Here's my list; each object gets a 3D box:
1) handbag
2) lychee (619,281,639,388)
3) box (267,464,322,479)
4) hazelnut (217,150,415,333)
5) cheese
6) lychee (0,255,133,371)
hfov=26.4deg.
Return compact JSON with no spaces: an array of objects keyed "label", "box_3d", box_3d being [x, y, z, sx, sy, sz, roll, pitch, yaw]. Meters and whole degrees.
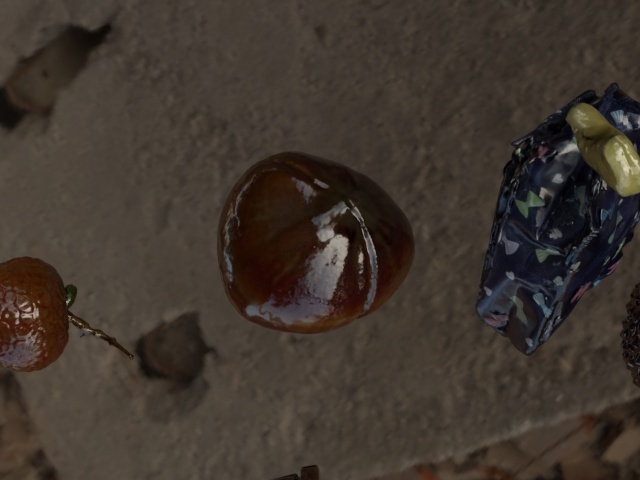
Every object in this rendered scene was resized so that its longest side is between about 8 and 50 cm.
[{"label":"handbag","box_3d":[0.221,-0.021,1.213,0.113,0.162,0.260,36,144,25]},{"label":"lychee","box_3d":[0.371,0.095,1.319,0.188,0.188,0.188,20,126,31]},{"label":"box","box_3d":[-0.075,0.336,0.783,0.229,0.339,0.239,-12,129,0]},{"label":"hazelnut","box_3d":[0.000,0.000,1.584,0.229,0.229,0.229,20,126,31]},{"label":"cheese","box_3d":[0.178,-0.060,0.857,0.030,0.083,0.044,-29,121,6]},{"label":"lychee","box_3d":[-0.269,0.075,1.267,0.101,0.140,0.114,-40,51,24]}]
